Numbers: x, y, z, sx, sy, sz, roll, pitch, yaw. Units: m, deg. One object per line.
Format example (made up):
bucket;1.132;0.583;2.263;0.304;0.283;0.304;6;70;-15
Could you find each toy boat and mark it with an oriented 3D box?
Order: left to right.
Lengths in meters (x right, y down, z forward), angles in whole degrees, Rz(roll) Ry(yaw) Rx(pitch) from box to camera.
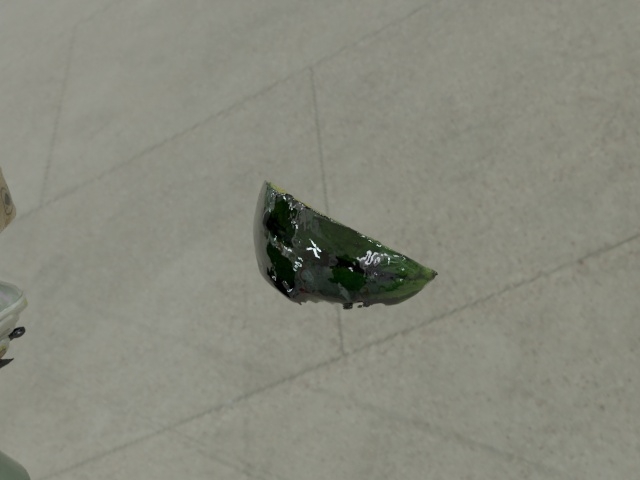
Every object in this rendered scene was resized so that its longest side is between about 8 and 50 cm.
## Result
toy boat;-0.514;0.121;1.377;0.270;0.141;0.140;9;60;37

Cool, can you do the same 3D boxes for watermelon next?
watermelon;0.000;0.000;1.119;0.129;0.123;0.301;-9;23;-36

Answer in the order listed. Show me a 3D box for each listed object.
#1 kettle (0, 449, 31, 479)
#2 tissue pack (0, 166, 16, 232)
kettle;-0.634;0.292;1.388;0.250;0.376;0.361;-29;40;5
tissue pack;-0.575;-0.101;1.203;0.195;0.375;0.390;-34;18;12
